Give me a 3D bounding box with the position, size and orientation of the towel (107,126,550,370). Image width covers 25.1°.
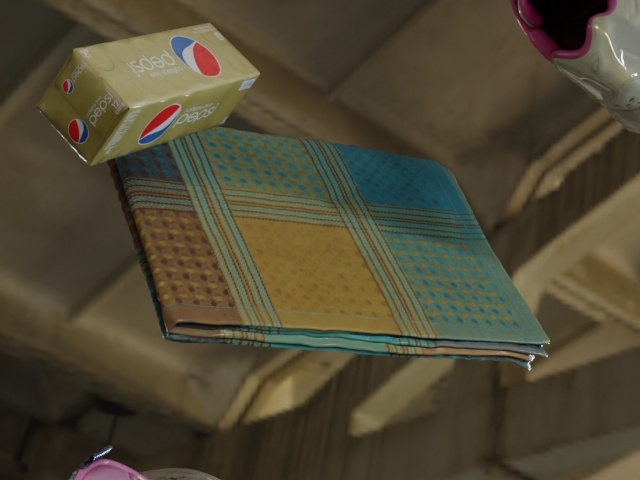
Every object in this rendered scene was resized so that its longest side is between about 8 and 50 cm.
[{"bbox_3d":[0.000,0.000,1.271,0.370,0.271,0.040,6,-50,-30],"label":"towel"}]

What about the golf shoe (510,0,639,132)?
[{"bbox_3d":[0.208,-0.225,1.200,0.140,0.306,0.115,18,-56,-37],"label":"golf shoe"}]

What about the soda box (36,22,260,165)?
[{"bbox_3d":[-0.122,-0.111,1.053,0.061,0.181,0.058,46,-61,10],"label":"soda box"}]

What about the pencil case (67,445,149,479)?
[{"bbox_3d":[-0.219,0.285,1.074,0.124,0.124,0.284,31,-65,-31],"label":"pencil case"}]

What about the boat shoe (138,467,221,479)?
[{"bbox_3d":[-0.143,0.287,1.505,0.277,0.098,0.096,-4,-12,30],"label":"boat shoe"}]
